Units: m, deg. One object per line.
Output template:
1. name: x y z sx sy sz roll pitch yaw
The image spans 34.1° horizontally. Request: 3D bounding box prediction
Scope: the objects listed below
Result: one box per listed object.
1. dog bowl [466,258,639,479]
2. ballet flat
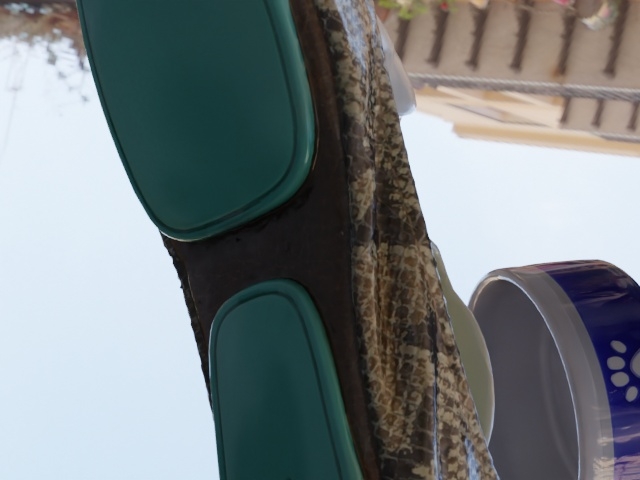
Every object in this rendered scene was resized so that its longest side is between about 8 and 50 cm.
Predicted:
1. dog bowl: 0.229 0.151 0.980 0.265 0.104 0.264 173 -90 -76
2. ballet flat: 0.000 0.000 0.547 0.164 0.182 0.482 -20 -97 41
